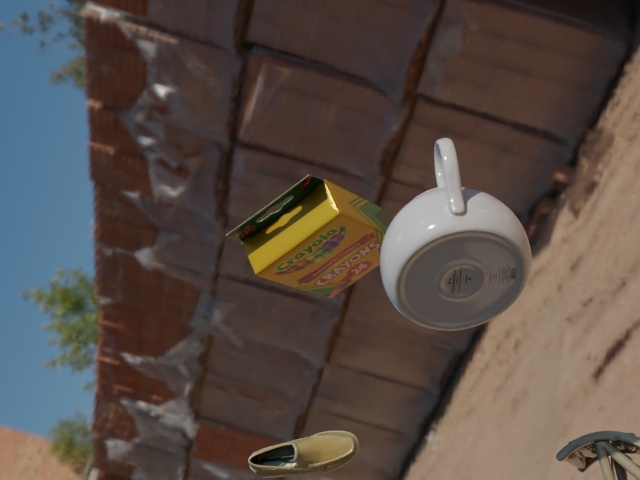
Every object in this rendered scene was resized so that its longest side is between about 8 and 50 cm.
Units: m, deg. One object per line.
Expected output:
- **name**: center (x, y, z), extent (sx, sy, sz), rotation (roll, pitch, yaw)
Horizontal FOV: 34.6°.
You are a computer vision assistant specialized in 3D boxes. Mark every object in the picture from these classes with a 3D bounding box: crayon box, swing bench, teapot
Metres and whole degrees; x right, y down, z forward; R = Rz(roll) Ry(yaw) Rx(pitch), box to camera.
- **crayon box**: center (0.000, 0.000, 1.877), extent (0.202, 0.081, 0.318), rotation (-36, -28, 21)
- **swing bench**: center (0.585, 0.467, 1.895), extent (0.165, 0.255, 0.253), rotation (-35, -26, 11)
- **teapot**: center (0.203, 0.001, 1.626), extent (0.256, 0.252, 0.187), rotation (-44, 32, 26)

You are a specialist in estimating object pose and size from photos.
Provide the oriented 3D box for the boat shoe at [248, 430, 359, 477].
- **boat shoe**: center (-0.030, 0.363, 1.736), extent (0.072, 0.190, 0.068), rotation (58, -164, -65)
